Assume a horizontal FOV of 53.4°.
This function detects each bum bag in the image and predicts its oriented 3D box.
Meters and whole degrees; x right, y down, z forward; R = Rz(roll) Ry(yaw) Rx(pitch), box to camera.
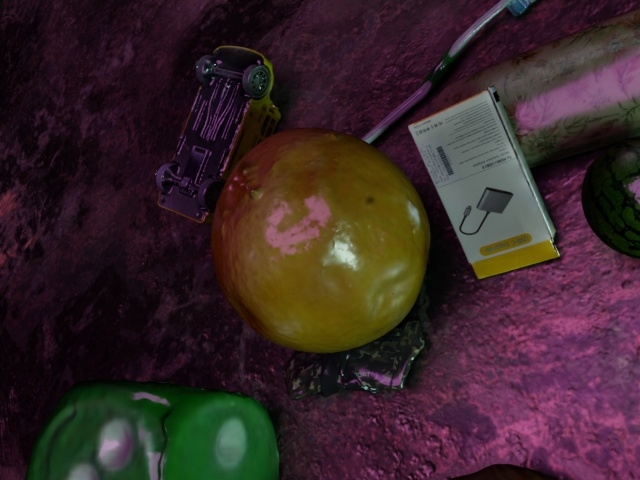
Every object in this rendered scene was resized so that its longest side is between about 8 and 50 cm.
[{"bbox_3d":[0.044,0.188,0.977,0.248,0.069,0.102,-18,29,32],"label":"bum bag"}]

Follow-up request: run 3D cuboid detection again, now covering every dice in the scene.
[{"bbox_3d":[-0.253,0.376,0.995,0.297,0.287,0.300,-10,70,34],"label":"dice"}]

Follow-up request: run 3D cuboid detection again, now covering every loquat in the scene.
[{"bbox_3d":[0.000,0.000,0.911,0.328,0.328,0.328,-12,68,33],"label":"loquat"}]

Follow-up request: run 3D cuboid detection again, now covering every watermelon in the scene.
[{"bbox_3d":[0.398,-0.035,0.750,0.141,0.141,0.187,-39,63,20],"label":"watermelon"}]

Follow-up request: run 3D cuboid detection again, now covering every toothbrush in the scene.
[{"bbox_3d":[0.186,-0.272,1.042,0.418,0.042,0.040,-39,88,19],"label":"toothbrush"}]

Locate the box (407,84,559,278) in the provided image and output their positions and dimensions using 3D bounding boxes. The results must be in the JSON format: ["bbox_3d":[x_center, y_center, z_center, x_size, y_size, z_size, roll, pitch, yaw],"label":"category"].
[{"bbox_3d":[0.228,-0.075,0.885,0.129,0.033,0.247,-20,100,33],"label":"box"}]

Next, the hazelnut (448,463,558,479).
[{"bbox_3d":[0.222,0.371,0.734,0.210,0.210,0.186,-6,95,35],"label":"hazelnut"}]

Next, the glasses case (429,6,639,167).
[{"bbox_3d":[0.349,-0.199,0.862,0.425,0.098,0.156,-16,78,31],"label":"glasses case"}]

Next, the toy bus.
[{"bbox_3d":[-0.179,-0.193,1.213,0.144,0.152,0.330,21,91,33],"label":"toy bus"}]
